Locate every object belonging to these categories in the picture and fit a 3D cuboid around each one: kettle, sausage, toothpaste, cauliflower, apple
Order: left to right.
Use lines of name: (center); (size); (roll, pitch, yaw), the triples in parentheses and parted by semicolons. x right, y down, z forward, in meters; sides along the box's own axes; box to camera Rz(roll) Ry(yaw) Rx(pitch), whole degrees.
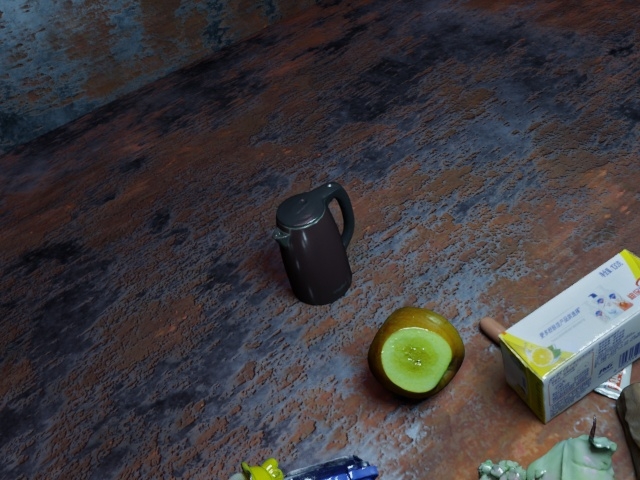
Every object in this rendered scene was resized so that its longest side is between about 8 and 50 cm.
kettle: (0.000, 0.000, 1.066); (0.202, 0.232, 0.144); (-35, 48, -19)
apple: (0.171, 0.195, 0.873); (0.147, 0.163, 0.147); (29, 101, 24)
sausage: (0.337, 0.176, 0.935); (0.034, 0.034, 0.083); (-31, 46, -15)
cauliflower: (0.295, 0.352, 0.613); (0.256, 0.238, 0.316); (19, 97, 29)
toothpaste: (0.535, 0.182, 0.878); (0.052, 0.033, 0.218); (17, 57, 27)

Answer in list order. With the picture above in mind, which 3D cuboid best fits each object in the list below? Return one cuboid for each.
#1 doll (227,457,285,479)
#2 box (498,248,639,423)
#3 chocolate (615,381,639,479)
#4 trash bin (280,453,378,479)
doll: (-0.160, 0.435, 0.776); (0.240, 0.099, 0.135); (-31, 7, -17)
box: (0.433, 0.158, 0.811); (0.265, 0.168, 0.097); (-34, 42, -4)
chocolate: (0.535, 0.295, 0.714); (0.148, 0.093, 0.214); (-2, 49, 9)
trash bin: (0.014, 0.436, 0.666); (0.183, 0.163, 0.235); (-5, 49, -24)
